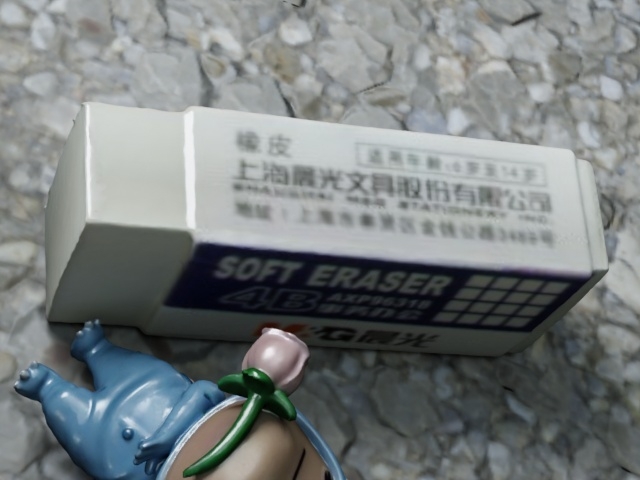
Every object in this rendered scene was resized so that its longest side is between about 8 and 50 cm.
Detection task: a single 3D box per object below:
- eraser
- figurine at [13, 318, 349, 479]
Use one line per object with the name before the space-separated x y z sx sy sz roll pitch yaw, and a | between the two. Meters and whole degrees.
eraser | 0.000 0.000 0.829 0.279 0.124 0.081 5 63 -18
figurine | -0.063 0.101 0.753 0.178 0.144 0.114 36 54 13
